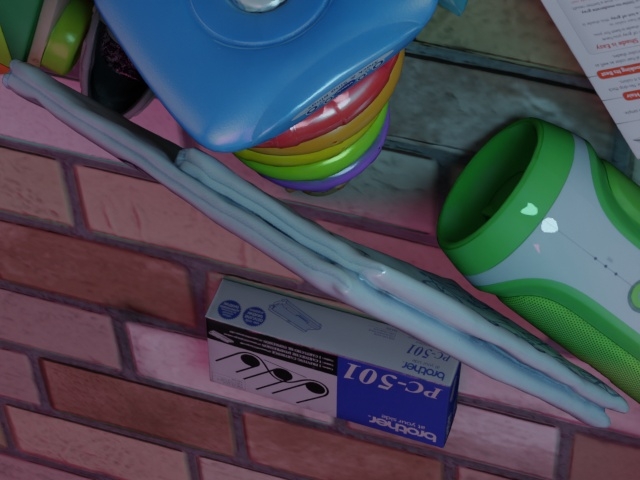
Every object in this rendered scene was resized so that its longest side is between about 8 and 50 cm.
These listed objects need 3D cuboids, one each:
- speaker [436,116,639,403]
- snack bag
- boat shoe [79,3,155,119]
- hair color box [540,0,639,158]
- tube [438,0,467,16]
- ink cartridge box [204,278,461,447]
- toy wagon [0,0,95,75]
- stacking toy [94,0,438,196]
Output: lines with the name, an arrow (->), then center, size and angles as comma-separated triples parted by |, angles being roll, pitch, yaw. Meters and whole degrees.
speaker -> 0.224, 0.043, 1.279 | 0.296, 0.131, 0.131 | 36, 142, -17
snack bag -> 0.000, 0.000, 1.198 | 0.342, 0.037, 0.323 | 31, -177, 40
boat shoe -> -0.108, -0.153, 1.243 | 0.079, 0.081, 0.227 | 26, 145, -5
hair color box -> 0.202, -0.129, 1.132 | 0.093, 0.053, 0.167 | -9, 132, 35
tube -> 0.085, -0.204, 1.106 | 0.080, 0.052, 0.207 | 35, 149, -1
ink cartridge box -> 0.011, 0.101, 1.536 | 0.207, 0.046, 0.097 | 15, 144, 11
toy wagon -> -0.257, -0.242, 1.216 | 0.267, 0.068, 0.344 | 26, 144, -3
stacking toy -> -0.014, -0.095, 1.223 | 0.166, 0.175, 0.302 | 52, 173, 22
